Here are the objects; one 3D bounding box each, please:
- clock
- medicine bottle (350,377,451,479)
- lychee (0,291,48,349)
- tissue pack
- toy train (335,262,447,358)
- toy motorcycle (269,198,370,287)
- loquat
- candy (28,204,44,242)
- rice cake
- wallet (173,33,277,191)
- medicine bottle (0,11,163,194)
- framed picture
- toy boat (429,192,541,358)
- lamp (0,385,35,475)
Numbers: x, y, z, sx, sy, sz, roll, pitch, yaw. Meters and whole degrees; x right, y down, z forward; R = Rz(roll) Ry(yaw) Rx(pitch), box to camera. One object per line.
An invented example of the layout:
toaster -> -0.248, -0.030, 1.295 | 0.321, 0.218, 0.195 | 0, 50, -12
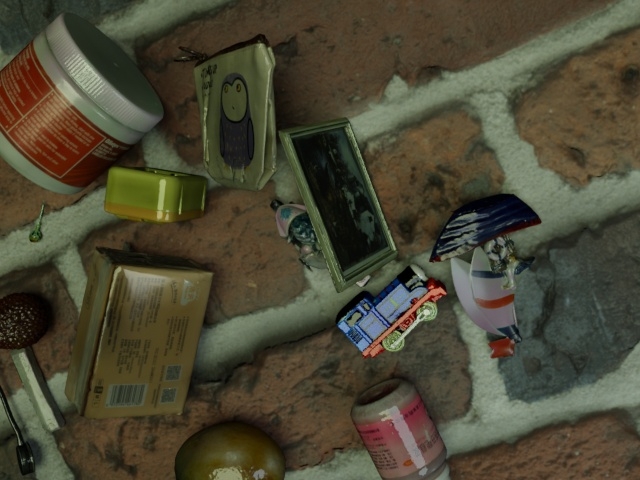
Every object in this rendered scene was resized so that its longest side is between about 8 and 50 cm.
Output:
clock -> -0.308, -0.087, 1.233 | 0.143, 0.202, 0.096 | 8, 97, 8
medicine bottle -> 0.166, 0.401, 1.253 | 0.147, 0.147, 0.247 | -27, 92, 10
lychee -> -0.639, 0.173, 1.356 | 0.123, 0.129, 0.123 | 22, 132, 26
tissue pack -> -0.373, 0.169, 1.293 | 0.238, 0.238, 0.306 | 15, 99, 6
toy train -> 0.139, 0.132, 1.255 | 0.204, 0.083, 0.131 | -44, 87, 10
toy motorcycle -> -0.004, 0.005, 1.200 | 0.239, 0.204, 0.108 | 26, 89, 1
loquat -> -0.182, 0.456, 1.297 | 0.227, 0.179, 0.179 | 7, 98, 4
candy -> -0.601, -0.036, 1.378 | 0.023, 0.025, 0.083 | 13, 90, -21
rice cake -> -0.618, 0.322, 1.413 | 0.047, 0.036, 0.207 | -25, 92, -2
wallet -> -0.166, -0.229, 1.176 | 0.068, 0.335, 0.275 | -14, 104, -30
medicine bottle -> -0.465, -0.249, 1.213 | 0.241, 0.252, 0.252 | -38, 90, 11
framed picture -> 0.045, -0.076, 1.177 | 0.019, 0.232, 0.296 | -18, 95, 36
toy boat -> 0.302, 0.065, 1.218 | 0.219, 0.072, 0.318 | 5, 102, -15
lamp -> -0.721, 0.340, 1.397 | 0.130, 0.108, 0.371 | 3, 106, 52
